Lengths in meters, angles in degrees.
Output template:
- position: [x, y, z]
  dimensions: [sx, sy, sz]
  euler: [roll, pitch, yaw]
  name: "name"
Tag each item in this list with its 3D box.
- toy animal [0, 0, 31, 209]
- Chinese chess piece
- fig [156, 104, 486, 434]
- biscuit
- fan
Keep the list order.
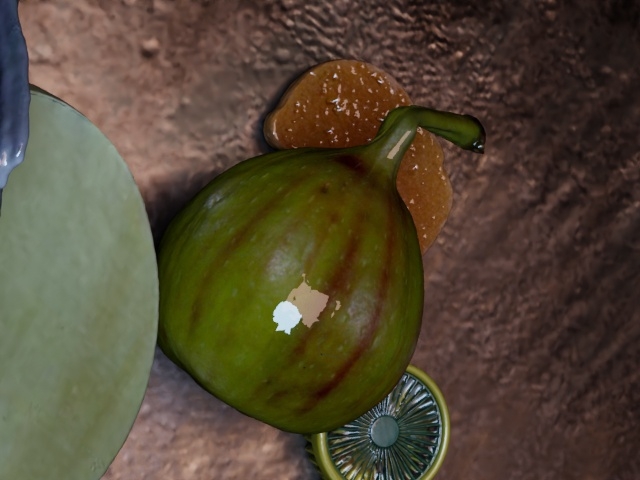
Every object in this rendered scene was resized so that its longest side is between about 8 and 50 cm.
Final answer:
- position: [-0.145, -0.169, 0.797]
  dimensions: [0.205, 0.081, 0.367]
  euler: [-20, 57, -27]
  name: "toy animal"
- position: [-0.177, 0.029, 0.793]
  dimensions: [0.237, 0.092, 0.238]
  euler: [-8, 100, -53]
  name: "Chinese chess piece"
- position: [0.001, 0.011, 0.881]
  dimensions: [0.148, 0.142, 0.186]
  euler: [25, 108, -27]
  name: "fig"
- position: [0.024, -0.041, 0.977]
  dimensions: [0.102, 0.019, 0.130]
  euler: [-33, 101, -23]
  name: "biscuit"
- position: [0.014, 0.139, 0.954]
  dimensions: [0.082, 0.039, 0.155]
  euler: [29, 80, -21]
  name: "fan"
